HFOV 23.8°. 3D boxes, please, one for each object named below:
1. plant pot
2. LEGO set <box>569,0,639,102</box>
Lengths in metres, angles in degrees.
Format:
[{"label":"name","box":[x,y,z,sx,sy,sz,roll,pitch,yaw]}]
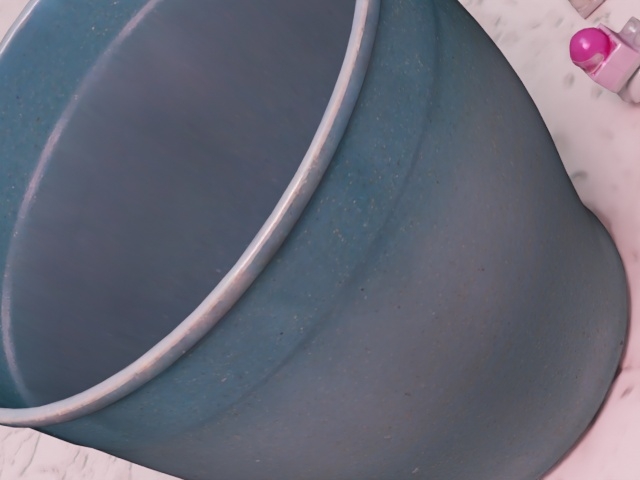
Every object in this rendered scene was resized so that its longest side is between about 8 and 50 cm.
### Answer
[{"label":"plant pot","box":[0.000,0.000,0.703,0.271,0.255,0.272,-27,47,33]},{"label":"LEGO set","box":[0.113,-0.194,0.838,0.132,0.107,0.287,-51,38,7]}]
